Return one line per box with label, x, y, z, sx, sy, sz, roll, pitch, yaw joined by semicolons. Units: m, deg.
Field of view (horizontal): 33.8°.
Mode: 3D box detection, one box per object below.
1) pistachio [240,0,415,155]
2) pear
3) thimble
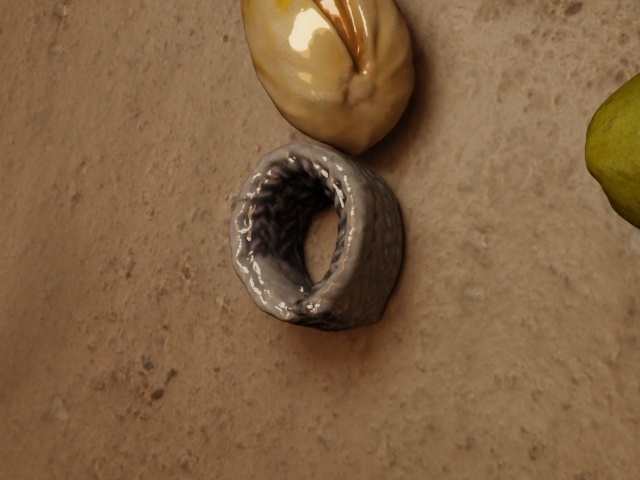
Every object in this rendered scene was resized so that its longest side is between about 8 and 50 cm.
pistachio;0.009;-0.263;1.453;0.230;0.230;0.309;-36;61;19
pear;0.449;-0.107;1.148;0.307;0.253;0.253;-15;73;27
thimble;0.000;0.000;1.433;0.217;0.157;0.246;-14;73;29
